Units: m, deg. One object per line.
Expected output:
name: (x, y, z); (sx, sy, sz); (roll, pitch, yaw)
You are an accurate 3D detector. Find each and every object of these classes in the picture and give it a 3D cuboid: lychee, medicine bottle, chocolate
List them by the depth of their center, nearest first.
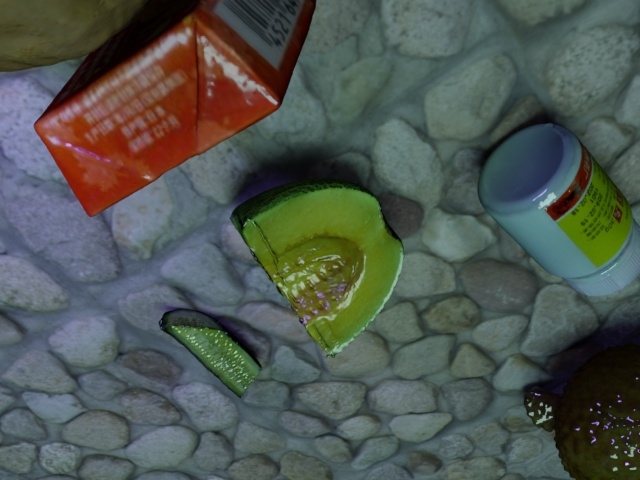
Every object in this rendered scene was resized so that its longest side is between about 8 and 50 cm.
chocolate: (-0.133, -0.165, 0.721); (0.234, 0.237, 0.108); (-25, 123, 29)
medicine bottle: (0.313, -0.034, 0.975); (0.139, 0.139, 0.225); (-35, 127, 23)
lychee: (0.503, 0.295, 1.220); (0.269, 0.270, 0.320); (15, 142, -20)

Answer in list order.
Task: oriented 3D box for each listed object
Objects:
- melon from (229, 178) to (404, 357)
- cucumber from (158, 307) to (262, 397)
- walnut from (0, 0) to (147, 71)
melon: (0.000, 0.000, 0.991); (0.169, 0.129, 0.265); (-35, 128, -5)
cucumber: (-0.155, 0.160, 1.164); (0.070, 0.046, 0.220); (-26, 132, 14)
walnut: (-0.271, -0.288, 0.522); (0.383, 0.384, 0.384); (-4, 133, -4)
